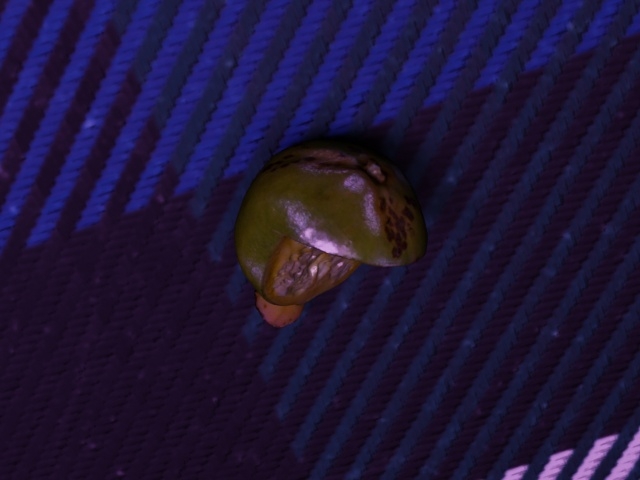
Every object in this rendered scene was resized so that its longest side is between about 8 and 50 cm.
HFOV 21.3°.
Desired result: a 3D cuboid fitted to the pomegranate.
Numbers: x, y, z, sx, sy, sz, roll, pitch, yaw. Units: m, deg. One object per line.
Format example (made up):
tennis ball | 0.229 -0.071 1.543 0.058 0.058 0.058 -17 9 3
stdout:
pomegranate | -0.005 -0.013 1.311 0.169 0.143 0.122 -29 84 51
